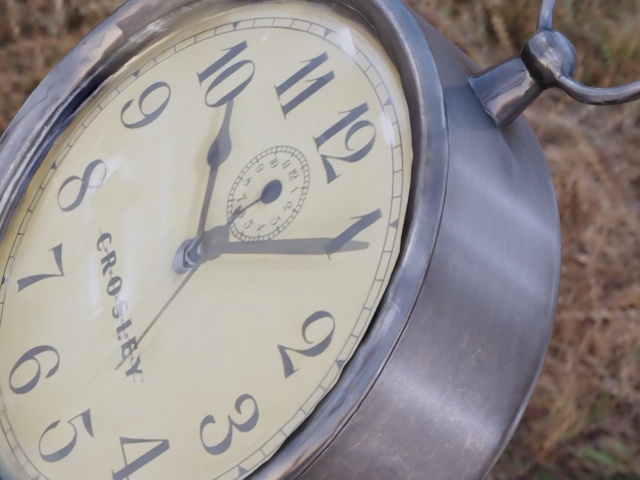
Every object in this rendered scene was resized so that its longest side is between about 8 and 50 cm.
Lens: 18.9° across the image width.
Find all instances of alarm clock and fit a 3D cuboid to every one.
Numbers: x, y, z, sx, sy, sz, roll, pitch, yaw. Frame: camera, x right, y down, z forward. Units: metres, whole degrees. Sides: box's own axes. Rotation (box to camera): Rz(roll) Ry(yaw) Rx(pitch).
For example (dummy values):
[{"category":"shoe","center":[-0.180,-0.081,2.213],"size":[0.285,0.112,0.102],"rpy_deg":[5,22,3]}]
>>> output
[{"category":"alarm clock","center":[0.000,0.000,0.378],"size":[0.064,0.192,0.129],"rpy_deg":[30,33,-42]}]
